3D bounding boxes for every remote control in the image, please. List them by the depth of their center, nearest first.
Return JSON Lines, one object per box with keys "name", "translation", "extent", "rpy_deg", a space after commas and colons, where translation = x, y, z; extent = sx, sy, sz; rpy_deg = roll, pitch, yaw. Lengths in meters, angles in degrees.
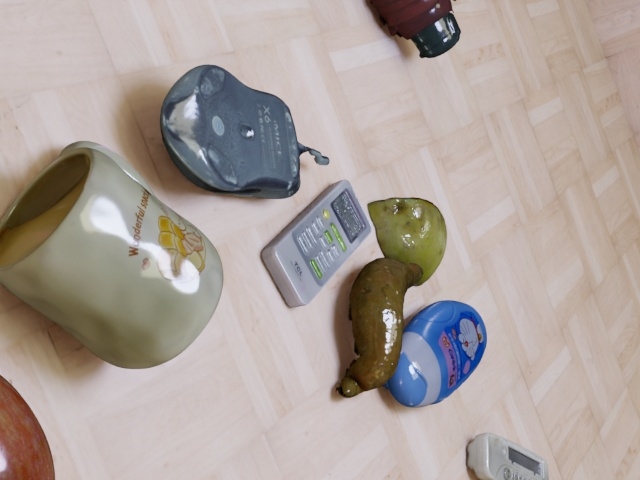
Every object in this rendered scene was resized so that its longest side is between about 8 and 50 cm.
{"name": "remote control", "translation": [0.000, 0.000, 1.402], "extent": [0.103, 0.034, 0.250], "rpy_deg": [63, 36, -14]}
{"name": "remote control", "translation": [0.339, 0.410, 1.667], "extent": [0.230, 0.049, 0.090], "rpy_deg": [33, 50, -41]}

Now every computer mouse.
{"name": "computer mouse", "translation": [-0.104, -0.130, 1.278], "extent": [0.379, 0.090, 0.167], "rpy_deg": [10, 74, -58]}

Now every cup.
{"name": "cup", "translation": [-0.236, 0.012, 1.015], "extent": [0.173, 0.255, 0.202], "rpy_deg": [-48, 123, -3]}

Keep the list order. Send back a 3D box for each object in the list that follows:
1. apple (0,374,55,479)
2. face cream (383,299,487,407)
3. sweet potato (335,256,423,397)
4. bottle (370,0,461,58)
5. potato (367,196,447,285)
{"name": "apple", "translation": [-0.320, 0.191, 0.765], "extent": [0.188, 0.188, 0.173], "rpy_deg": [-21, 82, -54]}
{"name": "face cream", "translation": [0.185, 0.187, 1.527], "extent": [0.264, 0.083, 0.149], "rpy_deg": [-26, 100, -54]}
{"name": "sweet potato", "translation": [0.090, 0.108, 1.426], "extent": [0.310, 0.098, 0.124], "rpy_deg": [-66, 149, -45]}
{"name": "bottle", "translation": [0.168, -0.469, 1.720], "extent": [0.271, 0.156, 0.143], "rpy_deg": [56, 32, -15]}
{"name": "potato", "translation": [0.157, -0.002, 1.573], "extent": [0.149, 0.081, 0.120], "rpy_deg": [23, 56, -47]}
